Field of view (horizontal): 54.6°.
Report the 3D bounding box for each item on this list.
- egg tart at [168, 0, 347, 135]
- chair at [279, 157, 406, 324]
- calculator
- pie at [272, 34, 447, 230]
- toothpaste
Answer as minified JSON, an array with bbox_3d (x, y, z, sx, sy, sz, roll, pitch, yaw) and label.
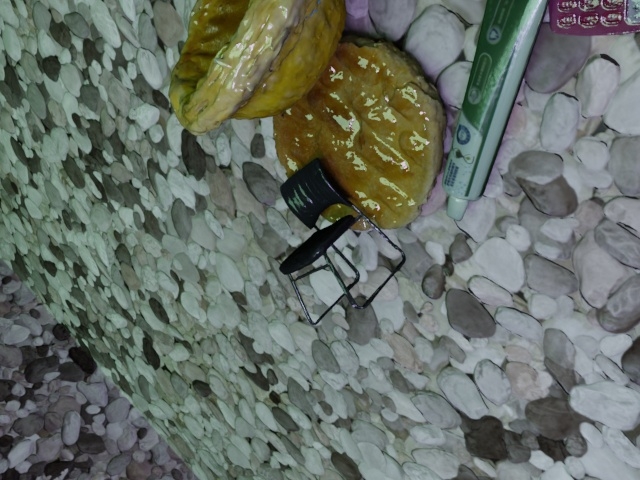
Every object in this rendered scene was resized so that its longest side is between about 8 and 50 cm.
[{"bbox_3d":[-0.086,-0.313,0.901,0.169,0.387,0.388,24,150,-31],"label":"egg tart"},{"bbox_3d":[0.000,0.000,0.994,0.221,0.145,0.140,53,142,-7],"label":"chair"},{"bbox_3d":[0.314,-0.325,0.685,0.127,0.034,0.190,12,127,37],"label":"calculator"},{"bbox_3d":[0.053,-0.166,0.992,0.340,0.083,0.339,24,131,31],"label":"pie"},{"bbox_3d":[0.225,-0.192,0.828,0.099,0.061,0.392,47,140,42],"label":"toothpaste"}]
